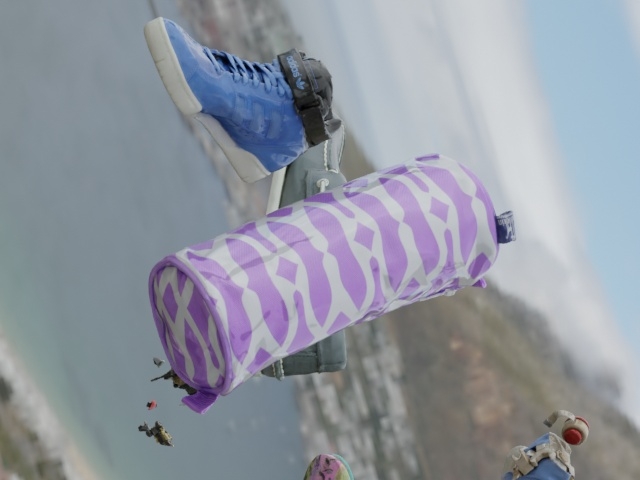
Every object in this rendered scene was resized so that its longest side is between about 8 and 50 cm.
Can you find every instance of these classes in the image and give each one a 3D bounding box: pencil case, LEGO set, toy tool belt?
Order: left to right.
[{"bbox_3d":[-0.092,0.098,1.137,0.054,0.083,0.023,47,18,32],"label":"LEGO set"},{"bbox_3d":[0.005,0.018,0.952,0.086,0.206,0.088,28,-49,52],"label":"pencil case"},{"bbox_3d":[0.165,0.169,1.251,0.052,0.083,0.051,40,33,-3],"label":"toy tool belt"}]

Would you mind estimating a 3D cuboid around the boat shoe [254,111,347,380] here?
[{"bbox_3d":[0.000,0.000,1.542,0.319,0.099,0.116,-76,167,-45],"label":"boat shoe"}]

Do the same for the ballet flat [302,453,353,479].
[{"bbox_3d":[-0.012,0.327,1.776,0.077,0.079,0.221,33,-50,35],"label":"ballet flat"}]

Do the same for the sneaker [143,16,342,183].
[{"bbox_3d":[-0.040,-0.098,1.020,0.152,0.085,0.058,51,15,-49],"label":"sneaker"}]
